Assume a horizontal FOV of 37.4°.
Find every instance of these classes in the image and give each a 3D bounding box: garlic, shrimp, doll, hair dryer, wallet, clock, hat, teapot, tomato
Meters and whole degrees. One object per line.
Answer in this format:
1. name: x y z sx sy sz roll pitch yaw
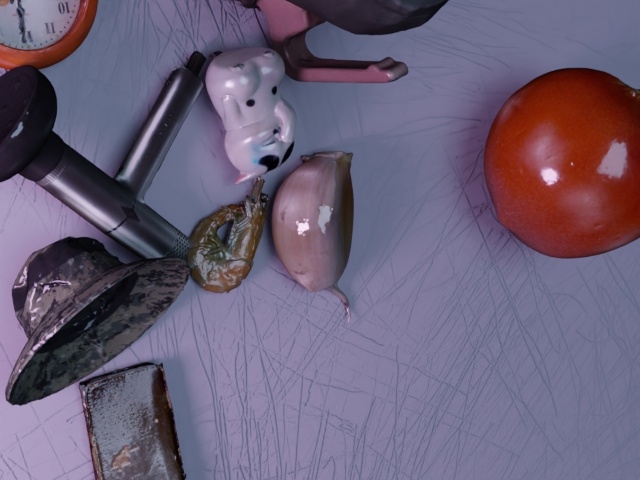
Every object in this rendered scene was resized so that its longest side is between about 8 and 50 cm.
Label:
1. garlic: -0.003 0.004 1.392 0.148 0.128 0.267 -2 105 -23
2. shrimp: -0.126 -0.012 1.335 0.099 0.041 0.180 29 77 -17
3. doll: -0.091 -0.174 1.296 0.110 0.106 0.181 -29 113 -34
4. hair dryer: -0.280 -0.141 1.205 0.320 0.155 0.284 31 55 -45
5. wallet: -0.248 0.285 1.269 0.121 0.031 0.232 -12 98 -29
6. clock: -0.365 -0.307 1.137 0.205 0.051 0.205 -2 94 -36
7. hat: -0.298 0.068 1.152 0.265 0.265 0.128 -33 77 -28
8. teapot: 0.006 -0.383 1.206 0.305 0.361 0.376 -31 121 -33
9. tomato: 0.418 -0.120 1.552 0.321 0.321 0.322 -2 94 -34
